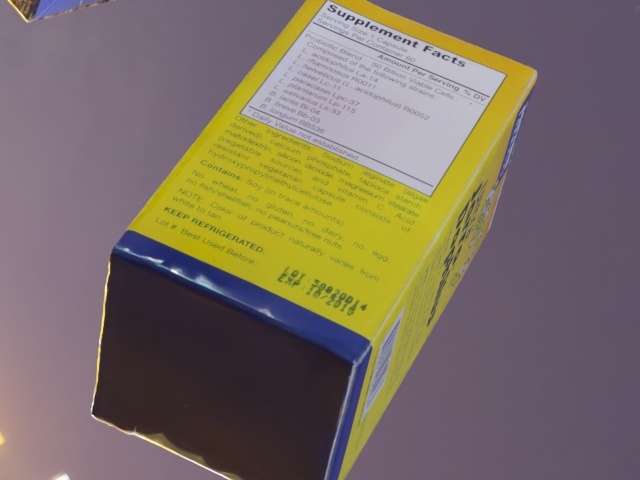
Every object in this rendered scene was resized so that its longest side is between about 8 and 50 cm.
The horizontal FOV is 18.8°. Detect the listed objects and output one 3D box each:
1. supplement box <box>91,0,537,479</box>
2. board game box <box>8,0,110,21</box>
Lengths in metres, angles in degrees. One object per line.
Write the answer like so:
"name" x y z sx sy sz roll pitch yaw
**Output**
"supplement box" 0.000 0.000 1.477 0.194 0.356 0.195 25 -42 11
"board game box" -0.227 -0.359 1.506 0.291 0.141 0.232 47 -46 22
